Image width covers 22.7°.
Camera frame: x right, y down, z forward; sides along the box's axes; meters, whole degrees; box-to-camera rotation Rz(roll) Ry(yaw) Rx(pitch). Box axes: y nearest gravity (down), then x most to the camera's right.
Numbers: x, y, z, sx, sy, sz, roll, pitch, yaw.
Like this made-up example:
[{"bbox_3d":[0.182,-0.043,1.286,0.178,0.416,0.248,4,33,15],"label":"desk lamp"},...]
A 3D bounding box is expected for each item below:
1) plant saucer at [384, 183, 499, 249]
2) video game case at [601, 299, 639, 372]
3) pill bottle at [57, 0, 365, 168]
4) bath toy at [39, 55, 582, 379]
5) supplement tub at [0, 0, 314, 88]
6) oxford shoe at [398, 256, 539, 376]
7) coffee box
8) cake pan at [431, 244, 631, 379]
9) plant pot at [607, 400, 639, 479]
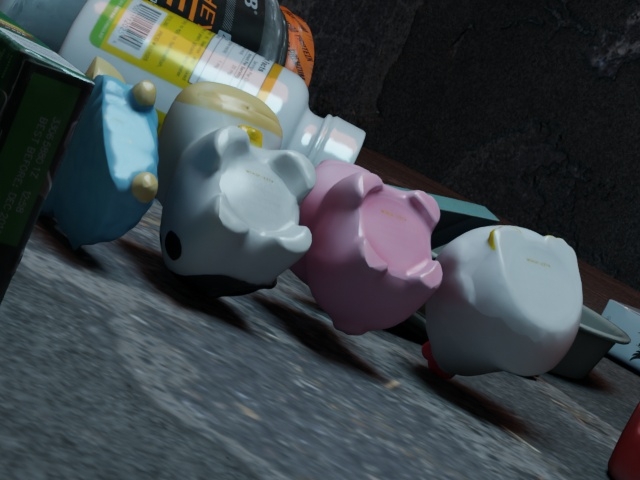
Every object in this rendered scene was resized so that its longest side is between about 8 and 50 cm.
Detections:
[{"bbox_3d":[0.064,-0.016,1.154,0.192,0.067,0.018,7,64,-62],"label":"plant saucer"},{"bbox_3d":[0.457,0.160,1.752,0.244,0.061,0.269,29,7,35],"label":"video game case"},{"bbox_3d":[-0.094,-0.097,1.297,0.246,0.136,0.136,26,6,-2],"label":"pill bottle"},{"bbox_3d":[0.000,0.000,0.991,0.348,0.129,0.151,21,52,-24],"label":"bath toy"},{"bbox_3d":[-0.185,-0.214,1.589,0.338,0.207,0.207,21,8,-35],"label":"supplement tub"},{"bbox_3d":[0.104,0.033,1.226,0.227,0.096,0.083,18,12,-44],"label":"oxford shoe"},{"bbox_3d":[-0.165,-0.050,0.734,0.040,0.113,0.184,21,6,-29],"label":"coffee box"},{"bbox_3d":[0.139,0.045,1.449,0.293,0.054,0.293,25,6,-3],"label":"cake pan"},{"bbox_3d":[0.302,0.115,0.993,0.191,0.174,0.191,28,6,-3],"label":"plant pot"}]
